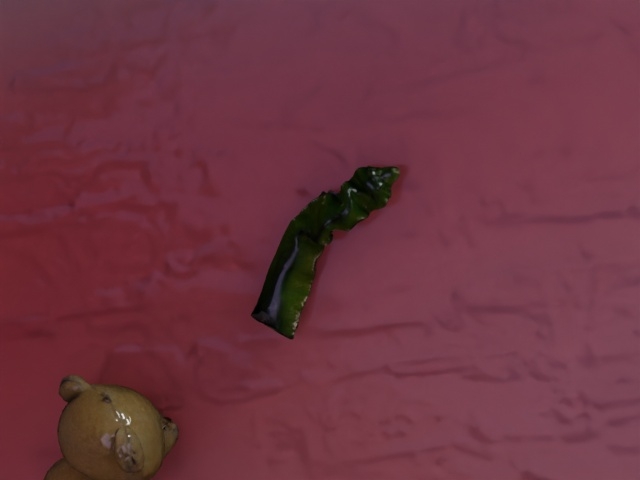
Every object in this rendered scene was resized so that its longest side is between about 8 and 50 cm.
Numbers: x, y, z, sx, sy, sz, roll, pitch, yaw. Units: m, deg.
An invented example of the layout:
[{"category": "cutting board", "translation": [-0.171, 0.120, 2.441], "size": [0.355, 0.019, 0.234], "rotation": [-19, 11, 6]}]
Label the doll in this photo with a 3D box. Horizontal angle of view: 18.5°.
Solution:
[{"category": "doll", "translation": [-0.091, 0.100, 0.775], "size": [0.061, 0.051, 0.093], "rotation": [32, 100, 39]}]

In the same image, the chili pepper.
[{"category": "chili pepper", "translation": [0.000, 0.000, 0.760], "size": [0.083, 0.022, 0.027], "rotation": [-54, 48, 13]}]
